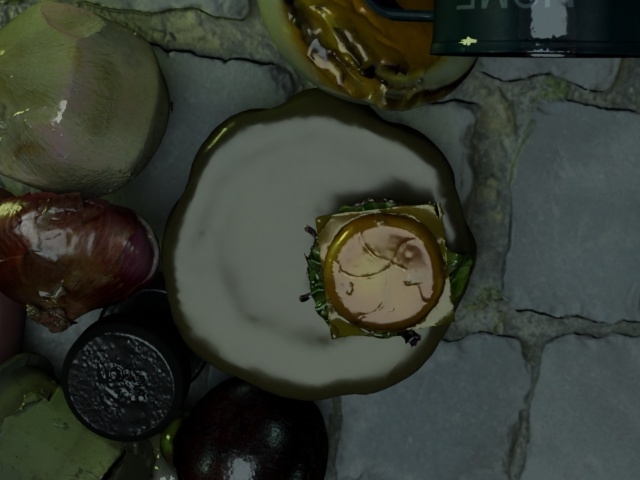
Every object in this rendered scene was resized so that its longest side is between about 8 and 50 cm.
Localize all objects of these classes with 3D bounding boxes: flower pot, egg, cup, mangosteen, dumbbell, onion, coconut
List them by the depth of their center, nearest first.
[{"bbox_3d":[0.216,-0.339,1.566,0.308,0.242,0.292,8,100,45],"label":"cup"},{"bbox_3d":[0.042,-0.255,1.726,0.286,0.264,0.174,61,145,14],"label":"egg"},{"bbox_3d":[-0.303,0.031,1.764,0.230,0.230,0.163,-5,74,7],"label":"onion"},{"bbox_3d":[-0.310,-0.163,1.768,0.230,0.227,0.227,18,109,-37],"label":"coconut"},{"bbox_3d":[-0.222,0.142,1.847,0.152,0.218,0.153,2,105,6],"label":"dumbbell"},{"bbox_3d":[-0.327,0.269,1.864,0.202,0.212,0.212,21,106,23],"label":"flower pot"},{"bbox_3d":[-0.100,0.269,1.869,0.216,0.216,0.216,1,104,6],"label":"mangosteen"}]

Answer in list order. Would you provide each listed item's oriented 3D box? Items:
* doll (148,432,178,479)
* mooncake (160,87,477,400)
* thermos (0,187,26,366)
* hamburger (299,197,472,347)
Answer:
[{"bbox_3d":[-0.237,0.343,1.964,0.192,0.095,0.149,-41,99,11],"label":"doll"},{"bbox_3d":[0.000,0.000,1.808,0.378,0.201,0.379,1,100,4],"label":"mooncake"},{"bbox_3d":[-0.439,0.088,1.924,0.109,0.136,0.330,1,107,-28],"label":"thermos"},{"bbox_3d":[0.073,0.029,1.659,0.189,0.093,0.164,5,101,5],"label":"hamburger"}]
